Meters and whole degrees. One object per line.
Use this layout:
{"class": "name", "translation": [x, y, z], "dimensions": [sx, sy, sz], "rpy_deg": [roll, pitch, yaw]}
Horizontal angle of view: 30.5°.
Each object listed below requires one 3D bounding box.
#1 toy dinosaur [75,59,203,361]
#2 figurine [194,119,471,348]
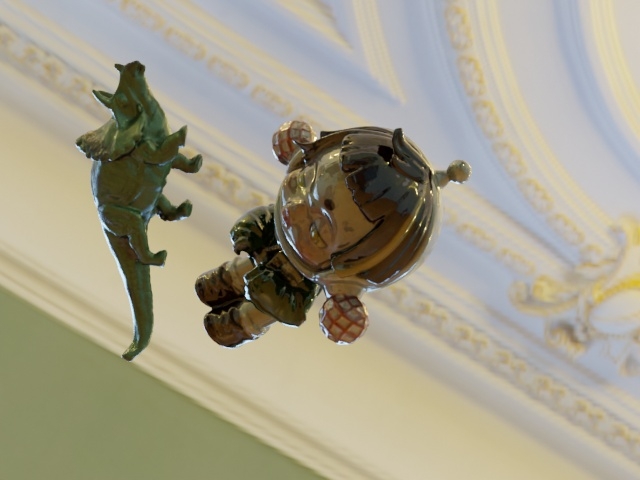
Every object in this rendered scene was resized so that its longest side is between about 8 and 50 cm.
{"class": "toy dinosaur", "translation": [-0.169, -0.033, 1.174], "dimensions": [0.120, 0.079, 0.292], "rpy_deg": [-11, -78, 5]}
{"class": "figurine", "translation": [0.000, 0.000, 1.332], "dimensions": [0.167, 0.281, 0.370], "rpy_deg": [13, -38, -44]}
